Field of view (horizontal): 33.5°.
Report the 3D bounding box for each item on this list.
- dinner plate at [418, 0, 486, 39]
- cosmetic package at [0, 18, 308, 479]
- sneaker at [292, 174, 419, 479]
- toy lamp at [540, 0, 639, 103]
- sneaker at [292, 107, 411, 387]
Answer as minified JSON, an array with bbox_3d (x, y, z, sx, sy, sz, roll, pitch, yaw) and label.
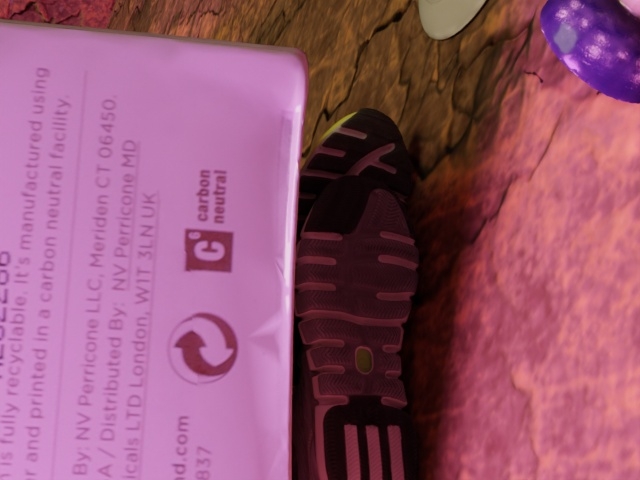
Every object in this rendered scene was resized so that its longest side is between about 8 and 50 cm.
[{"bbox_3d":[0.102,-0.214,0.766,0.141,0.017,0.141,-48,33,47],"label":"dinner plate"},{"bbox_3d":[-0.199,0.065,0.731,0.394,0.328,0.329,140,132,-77],"label":"cosmetic package"},{"bbox_3d":[0.003,0.077,0.711,0.132,0.086,0.228,135,143,-57],"label":"sneaker"},{"bbox_3d":[0.191,-0.169,0.414,0.274,0.080,0.080,125,152,-43],"label":"toy lamp"},{"bbox_3d":[0.000,0.000,0.785,0.094,0.082,0.208,-131,60,-73],"label":"sneaker"}]
